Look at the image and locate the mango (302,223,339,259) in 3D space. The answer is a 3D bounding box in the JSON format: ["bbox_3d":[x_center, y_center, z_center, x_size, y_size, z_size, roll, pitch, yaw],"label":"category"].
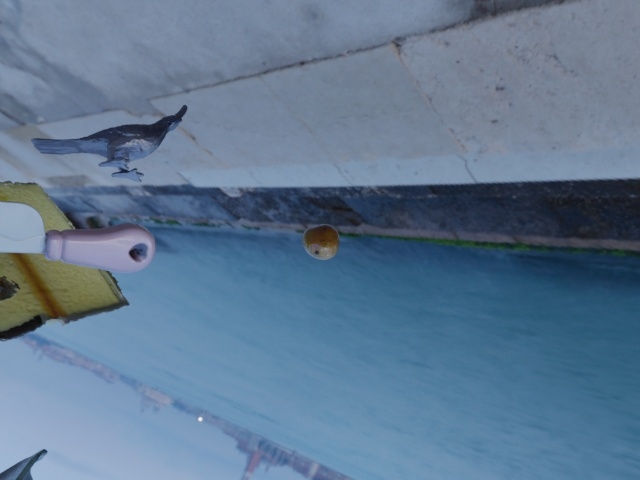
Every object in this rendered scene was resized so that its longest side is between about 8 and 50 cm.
[{"bbox_3d":[0.000,0.000,1.247,0.080,0.114,0.060,-6,121,-4],"label":"mango"}]

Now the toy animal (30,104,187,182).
[{"bbox_3d":[-0.465,-0.212,1.306,0.081,0.367,0.206,87,160,-46],"label":"toy animal"}]

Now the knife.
[{"bbox_3d":[-0.373,-0.007,0.714,0.336,0.081,0.043,7,-164,-36],"label":"knife"}]

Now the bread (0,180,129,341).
[{"bbox_3d":[-0.708,0.021,1.331,0.242,0.346,0.405,9,117,42],"label":"bread"}]

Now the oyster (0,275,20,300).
[{"bbox_3d":[-0.633,0.054,0.888,0.294,0.094,0.166,27,173,-33],"label":"oyster"}]

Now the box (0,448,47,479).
[{"bbox_3d":[-0.849,0.702,1.457,0.106,0.264,0.337,61,171,-7],"label":"box"}]
